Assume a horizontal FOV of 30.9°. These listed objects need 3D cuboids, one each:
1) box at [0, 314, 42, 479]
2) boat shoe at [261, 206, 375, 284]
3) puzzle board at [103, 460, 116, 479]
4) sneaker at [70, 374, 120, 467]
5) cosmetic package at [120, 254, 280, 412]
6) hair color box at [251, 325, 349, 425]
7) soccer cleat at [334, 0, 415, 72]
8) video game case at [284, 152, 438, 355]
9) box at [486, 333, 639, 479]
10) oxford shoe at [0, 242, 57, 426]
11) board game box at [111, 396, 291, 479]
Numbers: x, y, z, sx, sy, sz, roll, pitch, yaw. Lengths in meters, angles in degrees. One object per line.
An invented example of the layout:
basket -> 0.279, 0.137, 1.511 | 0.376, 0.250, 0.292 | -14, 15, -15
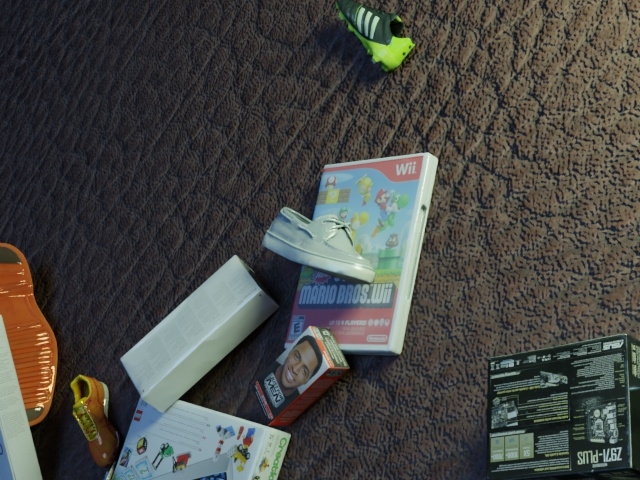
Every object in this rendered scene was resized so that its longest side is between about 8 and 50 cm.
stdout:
box -> -0.587, 0.295, 1.980 | 0.232, 0.058, 0.322 | -11, 92, 45
boat shoe -> 0.000, 0.000, 1.610 | 0.227, 0.079, 0.081 | 22, 90, 51
puzzle board -> -0.343, 0.411, 1.780 | 0.096, 0.011, 0.128 | -133, 62, -84
sneaker -> -0.373, 0.296, 1.880 | 0.064, 0.067, 0.175 | -44, 47, 18
cosmetic package -> -0.181, 0.140, 1.735 | 0.239, 0.060, 0.099 | -42, 42, 2
hair color box -> -0.029, 0.187, 1.589 | 0.141, 0.043, 0.072 | -47, 54, 28
soccer cleat -> 0.083, -0.325, 1.754 | 0.072, 0.060, 0.179 | -41, 52, 10
video game case -> 0.055, 0.020, 1.625 | 0.204, 0.025, 0.285 | -4, 67, 44
box -> 0.278, 0.195, 1.275 | 0.180, 0.077, 0.147 | -17, 59, 39
oxford shoe -> -0.557, 0.187, 2.107 | 0.132, 0.130, 0.363 | 116, 144, -52
board game box -> -0.187, 0.339, 1.683 | 0.305, 0.053, 0.193 | 7, 75, 47
